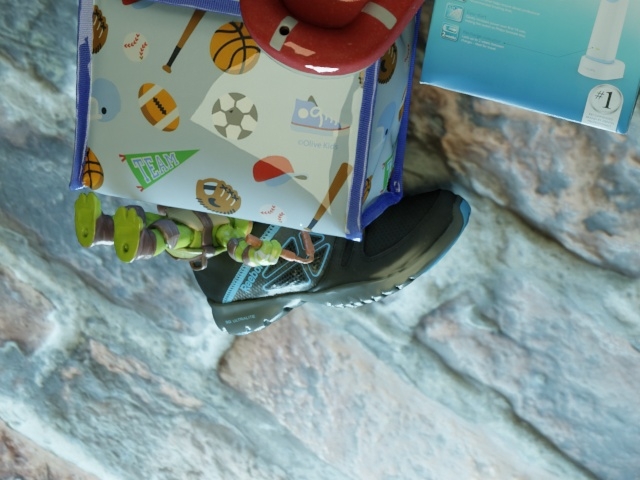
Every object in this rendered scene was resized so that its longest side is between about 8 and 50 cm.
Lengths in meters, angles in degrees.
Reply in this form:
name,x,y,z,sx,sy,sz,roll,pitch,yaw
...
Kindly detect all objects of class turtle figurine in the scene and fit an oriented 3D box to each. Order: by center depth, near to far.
name,x,y,z,sx,sy,sz,roll,pitch,yaw
turtle figurine,-0.154,-0.019,2.023,0.269,0.217,0.087,37,118,39

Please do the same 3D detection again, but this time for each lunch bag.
name,x,y,z,sx,sy,sz,roll,pitch,yaw
lunch bag,-0.070,-0.222,1.905,0.328,0.239,0.385,11,109,11

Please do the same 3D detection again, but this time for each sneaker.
name,x,y,z,sx,sy,sz,roll,pitch,yaw
sneaker,0.000,0.000,2.089,0.341,0.125,0.139,-19,110,25

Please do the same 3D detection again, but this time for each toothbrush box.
name,x,y,z,sx,sy,sz,roll,pitch,yaw
toothbrush box,0.233,-0.278,1.830,0.216,0.126,0.295,14,126,9

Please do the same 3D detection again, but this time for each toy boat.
name,x,y,z,sx,sy,sz,roll,pitch,yaw
toy boat,0.024,-0.259,1.698,0.151,0.231,0.151,33,172,12
